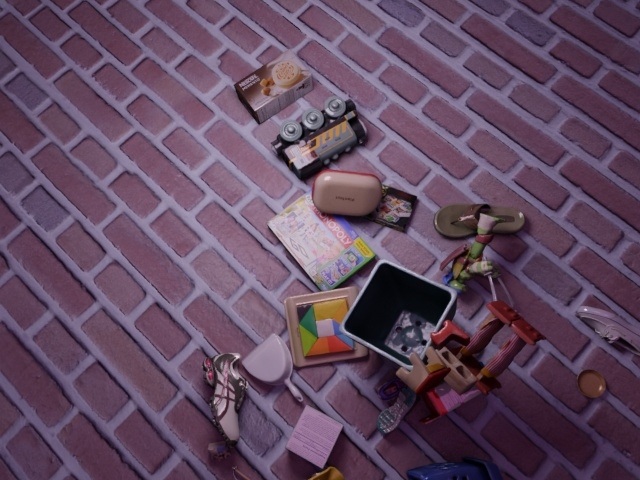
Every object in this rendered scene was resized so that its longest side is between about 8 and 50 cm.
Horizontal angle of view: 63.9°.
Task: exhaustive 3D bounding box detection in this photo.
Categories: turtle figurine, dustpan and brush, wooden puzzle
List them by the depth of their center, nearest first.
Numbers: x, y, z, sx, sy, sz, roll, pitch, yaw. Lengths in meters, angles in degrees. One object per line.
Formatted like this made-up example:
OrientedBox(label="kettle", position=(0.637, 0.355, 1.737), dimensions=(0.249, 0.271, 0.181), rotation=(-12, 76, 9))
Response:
OrientedBox(label="turtle figurine", position=(0.523, 0.063, 1.566), dimensions=(0.198, 0.275, 0.266), rotation=(9, 101, -35))
OrientedBox(label="dustpan and brush", position=(-0.126, 0.410, 1.576), dimensions=(0.147, 0.060, 0.211), rotation=(-43, 65, 5))
OrientedBox(label="wooden puzzle", position=(0.018, 0.268, 1.595), dimensions=(0.239, 0.044, 0.220), rotation=(-9, 85, -2))

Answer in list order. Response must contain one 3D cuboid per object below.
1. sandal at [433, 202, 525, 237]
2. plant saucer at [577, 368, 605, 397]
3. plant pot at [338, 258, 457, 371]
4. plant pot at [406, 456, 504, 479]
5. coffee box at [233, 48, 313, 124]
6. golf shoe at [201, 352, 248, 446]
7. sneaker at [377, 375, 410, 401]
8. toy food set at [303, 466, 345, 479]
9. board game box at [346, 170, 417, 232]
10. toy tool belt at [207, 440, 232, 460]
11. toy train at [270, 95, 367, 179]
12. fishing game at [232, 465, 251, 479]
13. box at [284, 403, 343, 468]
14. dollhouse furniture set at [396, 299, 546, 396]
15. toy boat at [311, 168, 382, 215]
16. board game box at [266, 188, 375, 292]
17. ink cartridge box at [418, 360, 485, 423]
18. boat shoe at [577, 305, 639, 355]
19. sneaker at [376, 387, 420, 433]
OrientedBox(label="sandal", position=(0.521, -0.078, 1.680), dimensions=(0.303, 0.086, 0.120), rotation=(-3, 72, 1))
OrientedBox(label="plant saucer", position=(0.813, 0.430, 1.546), dimensions=(0.083, 0.015, 0.083), rotation=(-1, 73, 3))
OrientedBox(label="plant pot", position=(0.247, 0.246, 1.492), dimensions=(0.247, 0.252, 0.247), rotation=(25, 75, 30))
OrientedBox(label="plant pot", position=(0.384, 0.708, 1.370), dimensions=(0.212, 0.236, 0.236), rotation=(-15, 72, -8))
OrientedBox(label="coffee box", position=(-0.168, -0.554, 1.853), dimensions=(0.246, 0.098, 0.141), rotation=(-35, 74, -8))
OrientedBox(label="golf shoe", position=(-0.270, 0.465, 1.526), dimensions=(0.120, 0.105, 0.272), rotation=(-17, 66, -5))
OrientedBox(label="sneaker", position=(0.251, 0.429, 1.543), dimensions=(0.170, 0.071, 0.068), rotation=(-34, 74, -9))
OrientedBox(label="toy food set", position=(-0.037, 0.716, 1.457), dimensions=(0.218, 0.071, 0.128), rotation=(-23, 110, -15))
OrientedBox(label="board game box", position=(0.183, -0.133, 1.744), dimensions=(0.260, 0.030, 0.136), rotation=(21, 77, 9))
OrientedBox(label="toy tool belt", position=(-0.291, 0.625, 1.523), dimensions=(0.083, 0.052, 0.051), rotation=(-10, 103, 2))
OrientedBox(label="toy train", position=(-0.001, -0.356, 1.773), dimensions=(0.334, 0.142, 0.190), rotation=(-31, 86, -9))
OrientedBox(label="fishing game", position=(-0.279, 0.799, 1.468), dimensions=(0.189, 0.041, 0.264), rotation=(35, 77, 9))
OrientedBox(label="box", position=(-0.016, 0.574, 1.508), dimensions=(0.126, 0.072, 0.137), rotation=(26, 75, 10))
OrientedBox(label="dollhouse furniture set", position=(0.384, 0.284, 1.273), dimensions=(0.152, 0.374, 0.201), rotation=(46, 117, 30))
OrientedBox(label="toy boat", position=(0.087, -0.173, 1.686), dimensions=(0.231, 0.151, 0.151), rotation=(6, 36, -6))
OrientedBox(label="board game box", position=(0.000, 0.000, 1.702), dimensions=(0.213, 0.046, 0.317), rotation=(-38, 75, -8))
OrientedBox(label="ink cartridge box", position=(0.377, 0.444, 1.498), dimensions=(0.231, 0.134, 0.078), rotation=(-27, 74, -7))
OrientedBox(label="boat shoe", position=(0.887, 0.275, 1.555), dimensions=(0.226, 0.083, 0.075), rotation=(24, 74, 9))
OrientedBox(label="sneaker", position=(0.238, 0.510, 1.523), dimensions=(0.166, 0.076, 0.065), rotation=(-50, 51, 12))
